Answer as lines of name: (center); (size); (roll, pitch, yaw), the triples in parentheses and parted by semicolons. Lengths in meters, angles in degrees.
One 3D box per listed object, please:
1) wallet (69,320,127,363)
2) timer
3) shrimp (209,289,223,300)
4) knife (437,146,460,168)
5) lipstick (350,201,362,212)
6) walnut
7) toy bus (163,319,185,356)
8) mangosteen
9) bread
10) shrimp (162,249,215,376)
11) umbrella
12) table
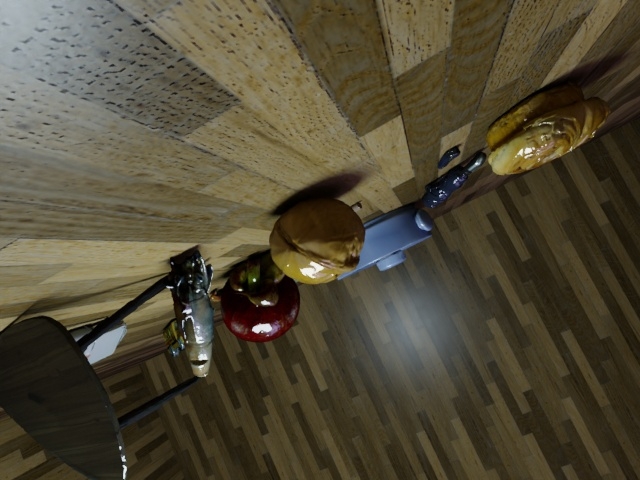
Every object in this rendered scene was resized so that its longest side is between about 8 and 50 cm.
wallet: (-0.559, 0.247, 0.967); (0.231, 0.069, 0.170); (-21, 155, -53)
timer: (0.240, 0.012, 1.605); (0.394, 0.173, 0.395); (-24, 172, -4)
shrimp: (-0.272, 0.159, 1.356); (0.150, 0.068, 0.248); (-19, 176, -11)
knife: (0.284, -0.182, 0.984); (0.031, 0.018, 0.121); (-24, 175, 0)
lipstick: (0.064, -0.064, 1.063); (0.019, 0.019, 0.094); (-18, 170, -46)
walnut: (0.000, 0.000, 0.789); (0.159, 0.159, 0.206); (-29, 167, 25)
toy bus: (-0.512, 0.353, 1.661); (0.121, 0.123, 0.335); (-19, 170, -31)
mangosteen: (-0.155, 0.136, 1.136); (0.215, 0.215, 0.258); (-21, 137, -30)
bread: (0.441, -0.216, 0.873); (0.236, 0.120, 0.198); (-21, 170, -30)
shrimp: (-0.233, 0.121, 0.843); (0.075, 0.290, 0.178); (-10, -149, -9)
umbrella: (0.360, -0.166, 1.212); (0.070, 0.071, 0.248); (-22, 168, -27)
table: (-0.375, 0.236, 0.812); (0.317, 0.317, 0.249); (-30, -174, 31)
